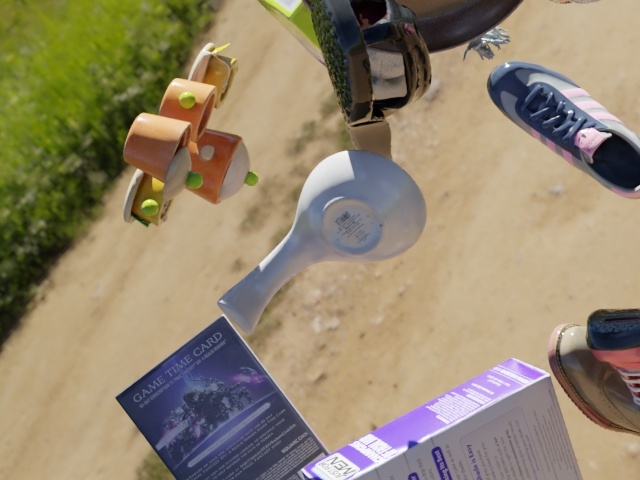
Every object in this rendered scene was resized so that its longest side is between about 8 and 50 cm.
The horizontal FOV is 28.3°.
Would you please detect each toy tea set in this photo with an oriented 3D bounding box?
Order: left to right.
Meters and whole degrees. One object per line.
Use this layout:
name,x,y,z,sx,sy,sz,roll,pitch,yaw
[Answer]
toy tea set,-0.142,-0.104,1.543,0.336,0.124,0.200,-64,-6,-63

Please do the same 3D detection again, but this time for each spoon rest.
spoon rest,0.000,0.000,1.419,0.276,0.137,0.084,-37,13,29

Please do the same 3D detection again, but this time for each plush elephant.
plush elephant,0.108,-0.356,2.028,0.255,0.330,0.271,-35,-24,-45

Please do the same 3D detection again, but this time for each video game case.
video game case,-0.132,0.272,1.802,0.196,0.274,0.026,-37,-4,-2

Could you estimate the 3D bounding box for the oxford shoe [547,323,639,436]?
oxford shoe,0.451,0.202,1.659,0.130,0.348,0.123,-27,37,55

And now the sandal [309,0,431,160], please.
sandal,0.060,-0.198,1.397,0.107,0.167,0.446,-19,-8,3

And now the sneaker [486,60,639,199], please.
sneaker,0.398,-0.178,1.972,0.112,0.319,0.131,-57,-5,11

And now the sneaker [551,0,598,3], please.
sneaker,0.250,-0.341,1.119,0.145,0.090,0.270,-112,33,-72

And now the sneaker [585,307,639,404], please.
sneaker,0.397,0.144,1.462,0.116,0.314,0.136,-5,85,31

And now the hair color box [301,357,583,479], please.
hair color box,0.166,0.316,1.676,0.339,0.185,0.110,-25,17,-19

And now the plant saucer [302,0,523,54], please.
plant saucer,0.110,-0.361,1.468,0.311,0.310,0.050,-31,34,19

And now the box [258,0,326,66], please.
box,-0.015,-0.273,1.610,0.042,0.178,0.109,-50,54,2
